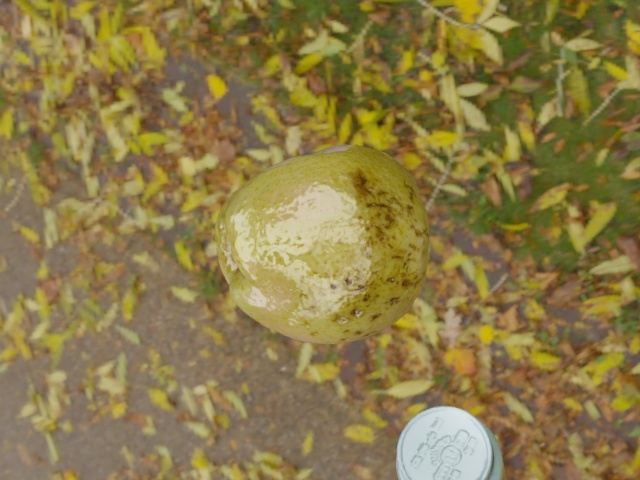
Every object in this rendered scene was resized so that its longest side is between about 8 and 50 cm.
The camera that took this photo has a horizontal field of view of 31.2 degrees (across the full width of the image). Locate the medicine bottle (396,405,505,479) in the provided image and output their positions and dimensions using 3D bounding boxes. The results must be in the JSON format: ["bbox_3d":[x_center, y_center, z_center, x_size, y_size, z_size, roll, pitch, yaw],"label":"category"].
[{"bbox_3d":[0.059,0.102,0.514,0.047,0.083,0.047,-3,70,9],"label":"medicine bottle"}]

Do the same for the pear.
[{"bbox_3d":[0.000,0.000,0.923,0.178,0.178,0.178,11,108,39],"label":"pear"}]
